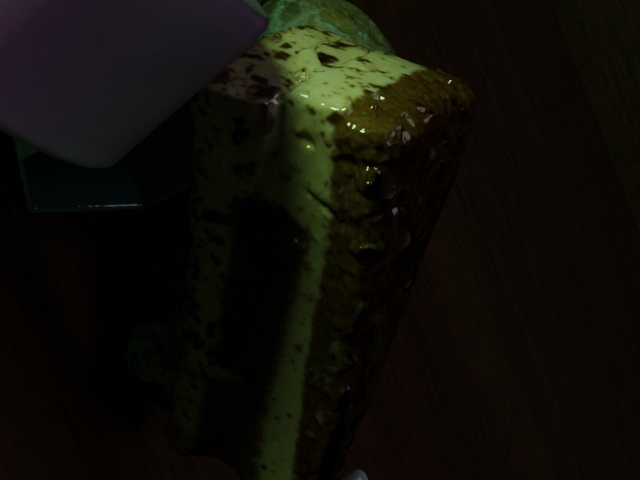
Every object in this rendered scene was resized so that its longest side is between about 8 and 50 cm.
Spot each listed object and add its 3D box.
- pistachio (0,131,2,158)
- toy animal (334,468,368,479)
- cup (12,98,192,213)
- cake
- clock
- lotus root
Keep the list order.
[{"bbox_3d":[-0.195,-0.044,0.642,0.185,0.124,0.124,-21,93,-80],"label":"pistachio"},{"bbox_3d":[0.005,0.214,0.926,0.140,0.138,0.282,69,18,7],"label":"toy animal"},{"bbox_3d":[-0.126,-0.149,0.896,0.148,0.134,0.236,1,65,-40],"label":"cup"},{"bbox_3d":[0.001,0.006,0.843,0.135,0.112,0.246,-46,151,-48],"label":"cake"},{"bbox_3d":[-0.168,-0.176,0.666,0.338,0.102,0.338,47,5,-6],"label":"clock"},{"bbox_3d":[-0.029,-0.030,1.008,0.175,0.175,0.349,55,34,-40],"label":"lotus root"}]
